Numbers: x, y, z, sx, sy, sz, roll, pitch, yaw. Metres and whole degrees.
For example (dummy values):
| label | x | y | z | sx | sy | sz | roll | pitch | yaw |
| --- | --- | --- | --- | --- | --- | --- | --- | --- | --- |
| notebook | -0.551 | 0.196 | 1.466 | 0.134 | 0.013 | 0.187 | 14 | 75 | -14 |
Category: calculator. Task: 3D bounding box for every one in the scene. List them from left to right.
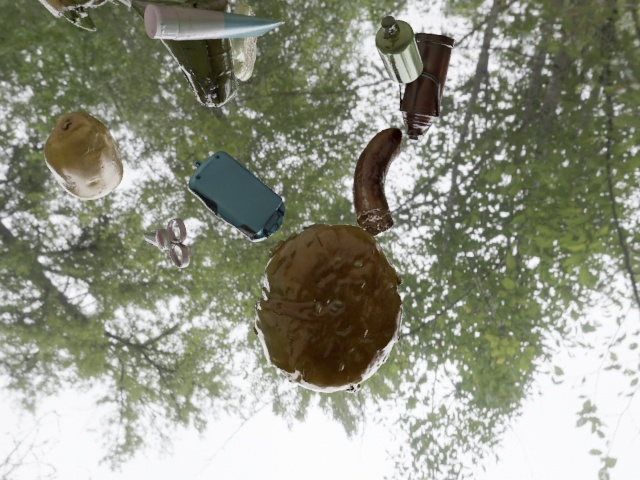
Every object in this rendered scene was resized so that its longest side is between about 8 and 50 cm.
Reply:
| label | x | y | z | sx | sy | sz | roll | pitch | yaw |
| --- | --- | --- | --- | --- | --- | --- | --- | --- | --- |
| calculator | -0.230 | -0.123 | 1.421 | 0.293 | 0.051 | 0.173 | 39 | -124 | -8 |

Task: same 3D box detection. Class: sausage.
| label | x | y | z | sx | sy | sz | roll | pitch | yaw |
| --- | --- | --- | --- | --- | --- | --- | --- | --- | --- |
| sausage | 0.125 | -0.143 | 1.155 | 0.103 | 0.076 | 0.302 | 7 | -127 | 8 |

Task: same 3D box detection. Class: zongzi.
| label | x | y | z | sx | sy | sz | roll | pitch | yaw |
| --- | --- | --- | --- | --- | --- | --- | --- | --- | --- |
| zongzi | -0.437 | -0.596 | 1.631 | 0.360 | 0.323 | 0.160 | 14 | -143 | 20 |

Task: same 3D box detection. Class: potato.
| label | x | y | z | sx | sy | sz | roll | pitch | yaw |
| --- | --- | --- | --- | --- | --- | --- | --- | --- | --- |
| potato | -0.421 | -0.145 | 0.920 | 0.109 | 0.178 | 0.118 | 26 | -125 | 17 |

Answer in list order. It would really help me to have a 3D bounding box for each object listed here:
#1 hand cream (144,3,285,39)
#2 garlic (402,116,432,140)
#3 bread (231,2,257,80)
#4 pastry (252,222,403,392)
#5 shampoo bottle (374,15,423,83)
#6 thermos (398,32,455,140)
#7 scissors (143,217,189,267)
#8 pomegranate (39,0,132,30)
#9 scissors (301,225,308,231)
| label | x | y | z | sx | sy | sz | roll | pitch | yaw |
| --- | --- | --- | --- | --- | --- | --- | --- | --- | --- |
| hand cream | -0.237 | -0.497 | 1.181 | 0.312 | 0.070 | 0.111 | -17 | -170 | -38 |
| garlic | 0.346 | -0.424 | 1.814 | 0.087 | 0.101 | 0.195 | 24 | -145 | -19 |
| bread | -0.204 | -0.530 | 1.405 | 0.039 | 0.182 | 0.251 | 4 | -170 | 0 |
| pastry | 0.009 | 0.125 | 0.986 | 0.284 | 0.316 | 0.184 | -1 | -179 | -21 |
| shampoo bottle | 0.153 | -0.386 | 1.029 | 0.079 | 0.162 | 0.079 | -7 | -109 | 20 |
| thermos | 0.239 | -0.346 | 1.186 | 0.099 | 0.232 | 0.124 | 16 | -163 | 25 |
| scissors | -0.388 | -0.004 | 1.289 | 0.030 | 0.118 | 0.242 | -11 | -167 | -36 |
| pomegranate | -0.375 | -0.388 | 0.596 | 0.260 | 0.340 | 0.260 | -15 | -124 | 24 |
| scissors | 0.000 | 0.000 | 1.456 | 0.041 | 0.289 | 0.138 | -42 | -93 | -7 |
